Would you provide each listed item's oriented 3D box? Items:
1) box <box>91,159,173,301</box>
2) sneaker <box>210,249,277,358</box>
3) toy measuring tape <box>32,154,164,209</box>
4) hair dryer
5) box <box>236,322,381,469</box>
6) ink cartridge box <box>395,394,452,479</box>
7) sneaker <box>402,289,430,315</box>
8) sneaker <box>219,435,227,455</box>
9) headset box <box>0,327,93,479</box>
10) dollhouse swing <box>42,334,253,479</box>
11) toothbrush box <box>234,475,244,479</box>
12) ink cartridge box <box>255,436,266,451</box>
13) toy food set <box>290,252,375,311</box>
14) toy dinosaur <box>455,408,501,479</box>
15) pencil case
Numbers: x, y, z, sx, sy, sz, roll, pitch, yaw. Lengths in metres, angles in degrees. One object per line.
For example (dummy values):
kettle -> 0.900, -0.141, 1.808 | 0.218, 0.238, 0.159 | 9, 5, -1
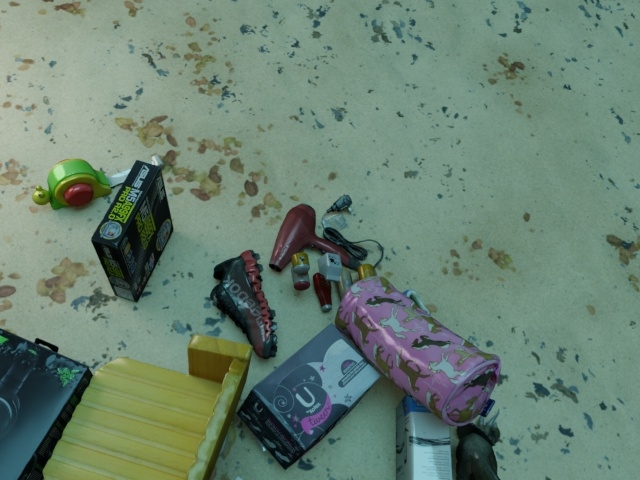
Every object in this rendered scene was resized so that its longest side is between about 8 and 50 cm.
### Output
box -> -0.412, -0.014, 1.365 | 0.060, 0.270, 0.216 | 18, 59, 3
sneaker -> -0.179, 0.153, 1.402 | 0.135, 0.097, 0.276 | -12, 60, -15
toy measuring tape -> -0.557, -0.169, 1.525 | 0.330, 0.121, 0.121 | -24, 66, -20
hair dryer -> 0.000, 0.000, 1.526 | 0.294, 0.080, 0.223 | -20, 66, -18
box -> -0.021, 0.321, 1.270 | 0.163, 0.142, 0.247 | 45, 52, 14
ink cartridge box -> 0.211, 0.434, 1.265 | 0.086, 0.148, 0.203 | 7, 59, -4
sneaker -> 0.228, 0.213, 1.434 | 0.080, 0.081, 0.211 | -14, 64, -17
sneaker -> -0.236, 0.343, 1.287 | 0.088, 0.092, 0.228 | 1, 61, -10
headset box -> -0.623, 0.332, 1.215 | 0.247, 0.131, 0.283 | 23, 59, 5
dollhouse swing -> -0.326, 0.335, 1.080 | 0.305, 0.315, 0.346 | 20, 59, 1
toothbrush box -> -0.165, 0.555, 1.064 | 0.122, 0.283, 0.206 | 33, 60, 12
ink cartridge box -> -0.087, 0.403, 1.310 | 0.115, 0.029, 0.062 | -24, 66, -19
toy food set -> 0.024, 0.106, 1.441 | 0.232, 0.111, 0.104 | 13, 53, -38
toy dinosaur -> 0.316, 0.456, 1.238 | 0.121, 0.313, 0.160 | -10, 84, 16
pencil case -> 0.192, 0.215, 1.268 | 0.167, 0.160, 0.386 | 16, 12, -41
